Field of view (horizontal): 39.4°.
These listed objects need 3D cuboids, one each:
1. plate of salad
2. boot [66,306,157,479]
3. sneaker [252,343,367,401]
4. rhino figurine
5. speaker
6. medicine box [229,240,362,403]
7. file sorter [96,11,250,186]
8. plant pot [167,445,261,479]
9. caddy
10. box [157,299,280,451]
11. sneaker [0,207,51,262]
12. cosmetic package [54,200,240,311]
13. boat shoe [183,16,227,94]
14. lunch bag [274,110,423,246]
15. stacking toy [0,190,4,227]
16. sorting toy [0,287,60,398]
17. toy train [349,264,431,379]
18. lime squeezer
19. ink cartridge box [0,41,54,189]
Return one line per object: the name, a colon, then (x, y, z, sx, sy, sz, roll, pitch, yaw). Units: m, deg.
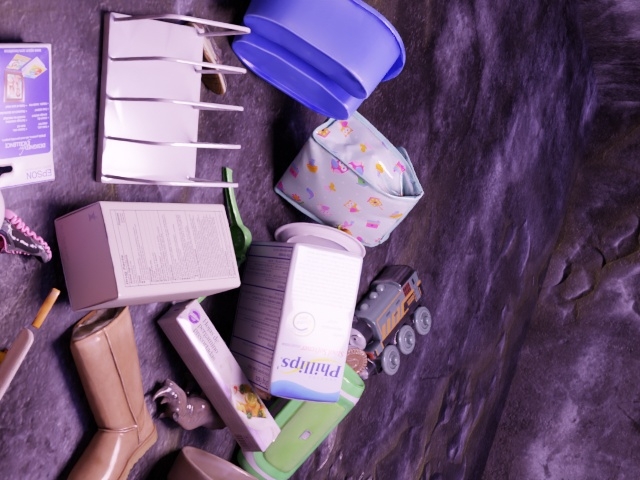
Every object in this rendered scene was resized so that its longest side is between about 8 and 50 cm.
plate of salad: (0.000, 0.000, 1.924, 0.200, 0.200, 0.048, 45, 51, -52)
boot: (-0.375, 0.273, 1.496, 0.236, 0.089, 0.269, -54, 142, -57)
sneaker: (-0.052, 0.276, 2.019, 0.282, 0.153, 0.099, -9, 110, -26)
rhino figurine: (-0.239, 0.313, 1.731, 0.243, 0.073, 0.106, 19, 76, -56)
speaker: (-0.042, 0.383, 1.898, 0.296, 0.131, 0.131, -49, 147, 7)
medicine box: (-0.058, 0.152, 1.773, 0.149, 0.263, 0.289, 11, 87, -23)
file sorter: (-0.237, -0.224, 1.480, 0.193, 0.173, 0.277, -2, 99, -45)
plant pot: (-0.194, 0.594, 1.687, 0.280, 0.323, 0.323, -59, 145, -6)
caddy: (-0.002, -0.393, 1.723, 0.341, 0.241, 0.179, 32, 68, -8)
box: (-0.188, 0.260, 1.691, 0.063, 0.067, 0.324, -46, 113, -42)
sneaker: (-0.456, 0.003, 1.341, 0.057, 0.047, 0.119, -58, 134, -23)
cosmetic package: (-0.282, 0.024, 1.514, 0.309, 0.113, 0.160, -1, 76, -57)
boat shoe: (-0.203, -0.340, 1.650, 0.049, 0.056, 0.152, -51, 137, -32)
lunch bag: (0.071, -0.120, 1.882, 0.160, 0.262, 0.223, -53, -179, -39)
stacking toy: (-0.520, -0.107, 1.005, 0.480, 0.351, 0.350, 64, 43, -62)
sorting toy: (-0.473, 0.210, 1.255, 0.047, 0.196, 0.347, 31, 65, -15)
toy train: (0.165, 0.209, 2.312, 0.334, 0.142, 0.190, -44, 120, -43)
lime squeezer: (-0.189, 0.020, 1.758, 0.110, 0.059, 0.310, 36, 67, -56)
ink cartridge box: (-0.471, -0.175, 1.265, 0.206, 0.045, 0.208, -18, 114, -55)
